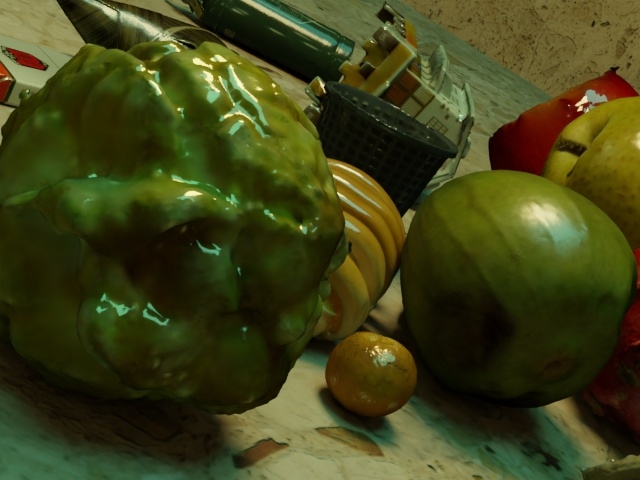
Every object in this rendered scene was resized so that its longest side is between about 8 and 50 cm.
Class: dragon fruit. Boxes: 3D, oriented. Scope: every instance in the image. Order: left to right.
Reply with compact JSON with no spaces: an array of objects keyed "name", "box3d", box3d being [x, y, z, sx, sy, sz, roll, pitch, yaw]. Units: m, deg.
[{"name":"dragon fruit","box3d":[0.340,0.123,1.482,0.126,0.274,0.161,12,47,5]}]

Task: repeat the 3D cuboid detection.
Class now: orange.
[{"name":"orange","box3d":[0.046,0.121,1.219,0.083,0.070,0.083,17,12,-4]}]

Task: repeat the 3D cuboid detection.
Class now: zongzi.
[{"name":"zongzi","box3d":[-0.212,-0.257,1.724,0.241,0.111,0.248,43,17,-9]}]

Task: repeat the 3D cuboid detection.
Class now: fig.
[{"name":"fig","box3d":[0.188,0.031,1.382,0.239,0.239,0.271,16,36,-37]}]

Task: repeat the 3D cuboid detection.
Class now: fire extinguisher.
[{"name":"fire extinguisher","box3d":[-0.101,-0.355,2.253,0.311,0.095,0.114,28,-26,-10]}]

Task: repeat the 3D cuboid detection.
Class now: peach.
[{"name":"peach","box3d":[0.396,-0.150,2.144,0.281,0.281,0.338,24,32,-17]}]

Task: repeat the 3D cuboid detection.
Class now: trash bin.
[{"name":"trash bin","box3d":[0.048,-0.081,1.617,0.175,0.161,0.175,28,14,-8]}]

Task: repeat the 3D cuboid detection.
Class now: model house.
[{"name":"model house","box3d":[0.109,-0.192,1.953,0.215,0.198,0.224,39,15,-11]}]

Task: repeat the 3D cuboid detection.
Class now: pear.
[{"name":"pear","box3d":[0.465,-0.001,1.739,0.418,0.362,0.362,39,13,-23]}]

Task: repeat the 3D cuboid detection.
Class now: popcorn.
[{"name":"popcorn","box3d":[-0.114,-0.015,1.013,0.282,0.282,0.247,12,13,-43]}]

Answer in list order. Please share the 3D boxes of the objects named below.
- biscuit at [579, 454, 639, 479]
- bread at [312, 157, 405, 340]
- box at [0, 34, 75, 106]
[{"name":"biscuit","box3d":[0.388,0.241,1.347,0.250,0.133,0.032,19,59,-31]},{"name":"bread","box3d":[0.000,0.000,1.394,0.172,0.121,0.311,30,19,0]},{"name":"box","box3d":[-0.329,-0.186,1.534,0.245,0.035,0.139,13,24,-43]}]
